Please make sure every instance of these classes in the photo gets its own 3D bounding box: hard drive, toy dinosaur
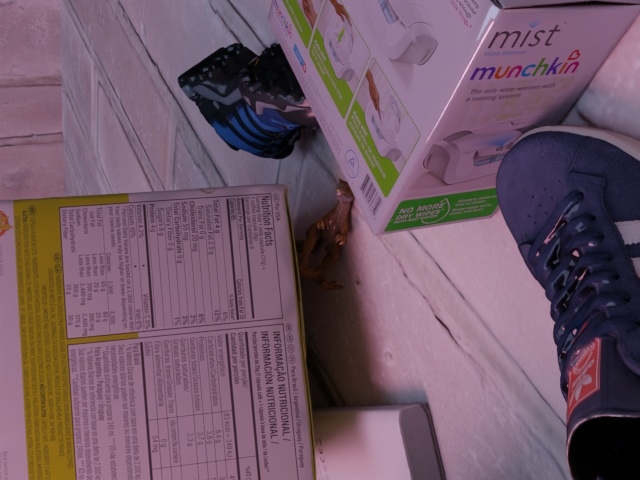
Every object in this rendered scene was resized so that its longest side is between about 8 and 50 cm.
[{"bbox_3d":[0.052,0.294,0.947,0.307,0.040,0.203,-26,75,63],"label":"hard drive"},{"bbox_3d":[0.000,0.000,0.957,0.211,0.064,0.112,-40,37,57],"label":"toy dinosaur"}]

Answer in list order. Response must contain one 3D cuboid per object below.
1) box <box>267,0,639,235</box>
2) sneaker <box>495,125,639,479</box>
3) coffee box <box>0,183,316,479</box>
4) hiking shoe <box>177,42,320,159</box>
[{"bbox_3d":[0.075,-0.179,0.638,0.262,0.127,0.231,66,150,30],"label":"box"},{"bbox_3d":[0.179,0.057,0.476,0.350,0.148,0.131,59,147,39],"label":"sneaker"},{"bbox_3d":[-0.203,0.137,0.988,0.337,0.334,0.338,138,126,-77],"label":"coffee box"},{"bbox_3d":[-0.046,-0.159,0.962,0.304,0.113,0.132,22,148,54],"label":"hiking shoe"}]
